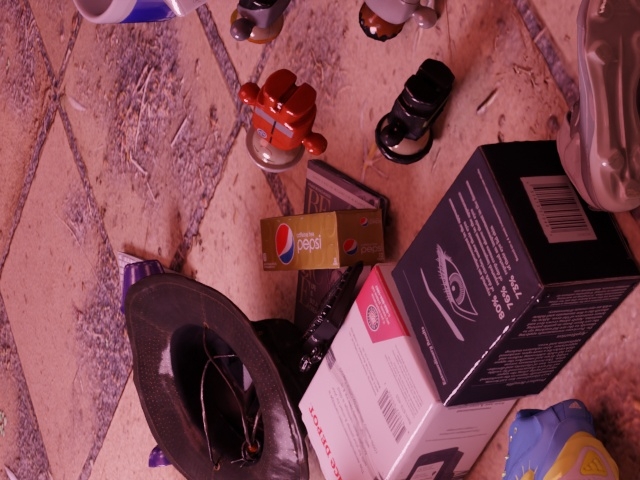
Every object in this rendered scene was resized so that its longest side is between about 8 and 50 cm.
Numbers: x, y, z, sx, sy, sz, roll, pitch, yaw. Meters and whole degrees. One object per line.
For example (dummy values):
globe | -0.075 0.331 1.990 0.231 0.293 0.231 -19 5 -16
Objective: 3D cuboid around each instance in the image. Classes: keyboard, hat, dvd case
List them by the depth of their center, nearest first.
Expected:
keyboard | 0.003 0.085 1.786 0.180 0.023 0.108 122 170 -73
dvd case | 0.019 0.036 1.894 0.164 0.018 0.221 34 122 57
hat | -0.086 0.158 1.973 0.331 0.134 0.331 32 136 37
keyboard | -0.233 0.067 2.379 0.256 0.014 0.072 16 108 61

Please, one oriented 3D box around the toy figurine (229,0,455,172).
toy figurine | 0.017 -0.178 1.673 0.148 0.213 0.209 111 150 -67

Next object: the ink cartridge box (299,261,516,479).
ink cartridge box | 0.082 0.161 1.700 0.172 0.100 0.237 66 146 35

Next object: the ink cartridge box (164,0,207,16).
ink cartridge box | -0.080 -0.381 1.755 0.261 0.296 0.066 49 171 48

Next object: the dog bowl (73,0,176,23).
dog bowl | -0.256 -0.422 2.262 0.265 0.104 0.264 13 104 62

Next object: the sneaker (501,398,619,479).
sneaker | 0.200 0.230 1.530 0.240 0.091 0.126 120 156 -47

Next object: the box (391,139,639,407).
box | 0.168 0.031 1.514 0.207 0.108 0.153 -58 45 49

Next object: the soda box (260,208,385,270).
soda box | 0.000 0.000 1.842 0.181 0.058 0.061 -4 90 61

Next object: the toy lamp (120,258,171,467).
toy lamp | -0.217 0.163 2.284 0.080 0.080 0.274 -12 89 62

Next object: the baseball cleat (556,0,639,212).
baseball cleat | 0.230 -0.126 1.419 0.109 0.072 0.205 -177 88 -69
